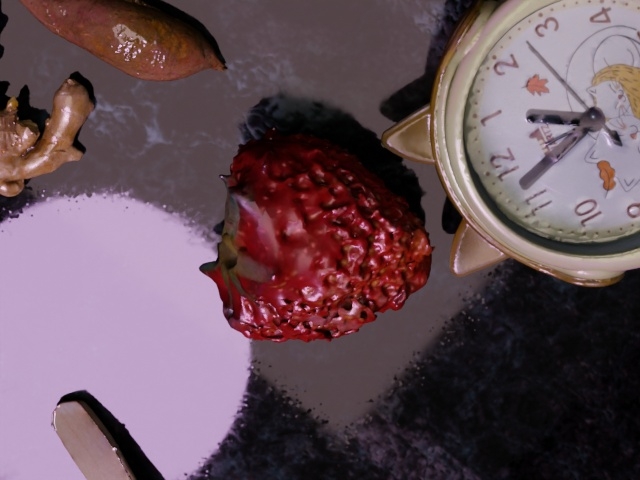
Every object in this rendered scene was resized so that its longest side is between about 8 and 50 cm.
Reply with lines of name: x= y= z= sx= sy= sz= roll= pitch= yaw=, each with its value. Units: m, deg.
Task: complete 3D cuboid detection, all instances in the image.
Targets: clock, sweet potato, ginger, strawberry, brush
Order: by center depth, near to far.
clock: x=0.236 y=-0.111 z=1.480 sx=0.348 sy=0.117 sz=0.286 roll=-26 pitch=103 yaw=9
strawberry: x=0.000 y=0.000 z=1.489 sx=0.201 sy=0.184 sz=0.187 roll=6 pitch=92 yaw=-7
sweet potato: x=-0.189 y=-0.188 z=1.497 sx=0.226 sy=0.068 sz=0.068 roll=21 pitch=104 yaw=-3
ginger: x=-0.299 y=-0.130 z=1.521 sx=0.193 sy=0.052 sz=0.176 roll=12 pitch=99 yaw=-3
brush: x=-0.150 y=0.292 z=1.611 sx=0.085 sy=0.020 sz=0.337 roll=-33 pitch=89 yaw=20
